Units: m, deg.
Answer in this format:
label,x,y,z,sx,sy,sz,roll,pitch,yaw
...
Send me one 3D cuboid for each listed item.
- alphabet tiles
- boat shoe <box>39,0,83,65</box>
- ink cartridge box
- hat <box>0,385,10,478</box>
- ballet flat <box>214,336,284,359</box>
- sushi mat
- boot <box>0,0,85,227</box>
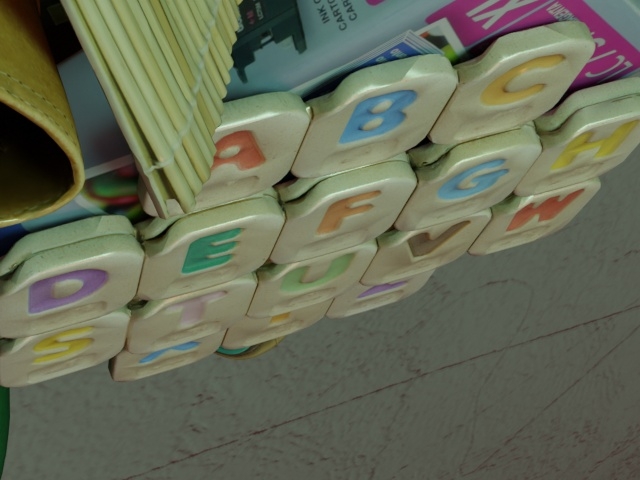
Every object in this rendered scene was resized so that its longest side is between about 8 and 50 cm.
label,x,y,z,sx,sy,sz,roll,pitch,yaw
alphabet tiles,0.000,0.000,0.615,0.284,0.021,0.278,-15,161,-18
boat shoe,-0.073,-0.086,0.616,0.190,0.068,0.072,-17,156,-15
ink cartridge box,-0.023,-0.045,0.592,0.311,0.065,0.186,-25,164,21
hat,-0.172,0.122,0.655,0.173,0.183,0.208,-19,143,-27
ballet flat,-0.001,-0.039,0.743,0.232,0.080,0.073,-55,171,30
sushi mat,-0.069,-0.159,0.339,0.019,0.151,0.316,-5,141,13
boot,-0.111,-0.082,0.435,0.295,0.211,0.104,3,130,-46
